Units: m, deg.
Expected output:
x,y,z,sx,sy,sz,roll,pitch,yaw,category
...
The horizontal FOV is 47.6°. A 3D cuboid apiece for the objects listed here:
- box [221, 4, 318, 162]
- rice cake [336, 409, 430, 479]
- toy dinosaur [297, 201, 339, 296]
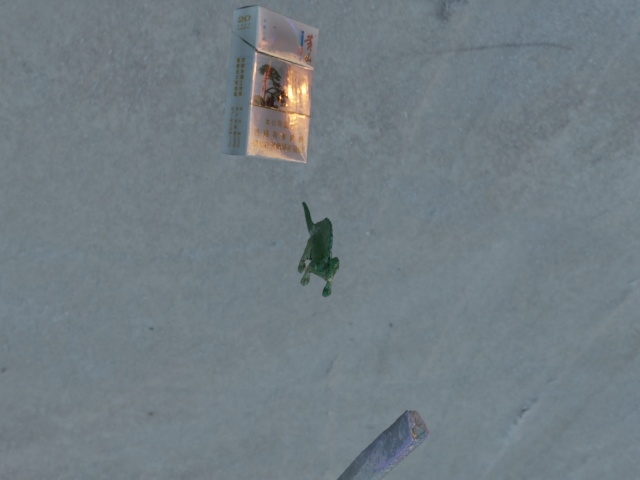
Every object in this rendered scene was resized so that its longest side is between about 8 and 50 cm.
x,y,z,sx,sy,sz,roll,pitch,yaw,category
-0.081,-0.249,1.192,0.149,0.067,0.233,0,97,-53,box
0.131,0.507,1.659,0.064,0.070,0.399,-5,142,-37,rice cake
0.000,0.001,0.658,0.029,0.120,0.060,9,134,-16,toy dinosaur
